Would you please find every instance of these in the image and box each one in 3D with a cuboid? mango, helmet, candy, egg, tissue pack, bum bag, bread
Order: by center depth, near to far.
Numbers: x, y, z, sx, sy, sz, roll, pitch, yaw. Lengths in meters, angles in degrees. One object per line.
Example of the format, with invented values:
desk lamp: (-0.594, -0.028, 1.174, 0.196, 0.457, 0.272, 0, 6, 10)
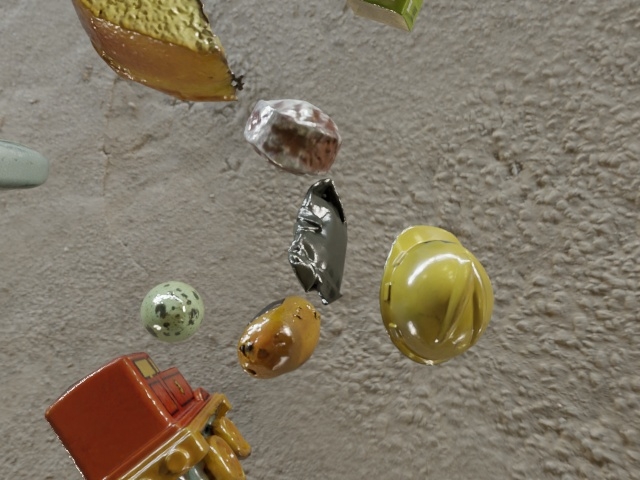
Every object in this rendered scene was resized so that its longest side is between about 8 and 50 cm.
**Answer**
bread: (-0.196, -0.258, 0.517, 0.134, 0.129, 0.260, -27, 90, -6)
helmet: (0.221, 0.089, 0.827, 0.205, 0.140, 0.257, 9, 79, -20)
bum bag: (0.000, 0.000, 0.929, 0.080, 0.142, 0.326, -20, 32, 24)
mango: (-0.081, 0.215, 1.072, 0.151, 0.249, 0.156, 34, 116, 13)
candy: (-0.059, -0.238, 1.093, 0.214, 0.289, 0.157, 23, 105, -15)
egg: (-0.419, 0.205, 1.377, 0.177, 0.228, 0.177, 1, 88, -24)
tissue pack: (0.220, -0.789, 1.401, 0.200, 0.167, 0.274, 26, 100, 16)

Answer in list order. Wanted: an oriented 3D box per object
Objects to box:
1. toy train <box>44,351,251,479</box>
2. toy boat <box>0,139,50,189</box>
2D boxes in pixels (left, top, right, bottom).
toy train: (-0.225, 0.271, 0.665, 0.163, 0.369, 0.231, -35, 85, -10)
toy boat: (-0.489, -0.113, 0.708, 0.085, 0.260, 0.078, 13, 96, 3)
